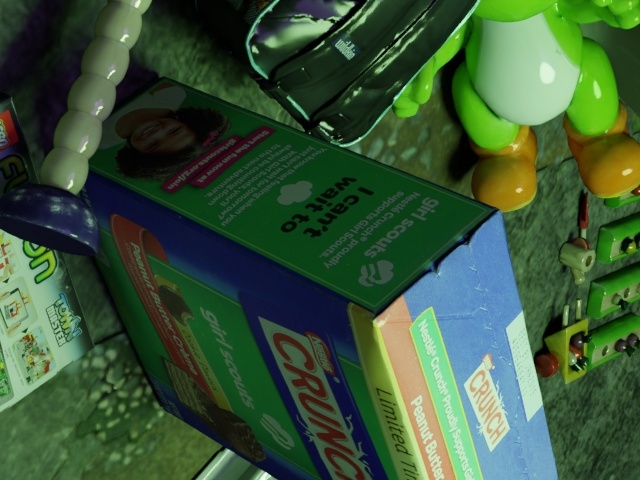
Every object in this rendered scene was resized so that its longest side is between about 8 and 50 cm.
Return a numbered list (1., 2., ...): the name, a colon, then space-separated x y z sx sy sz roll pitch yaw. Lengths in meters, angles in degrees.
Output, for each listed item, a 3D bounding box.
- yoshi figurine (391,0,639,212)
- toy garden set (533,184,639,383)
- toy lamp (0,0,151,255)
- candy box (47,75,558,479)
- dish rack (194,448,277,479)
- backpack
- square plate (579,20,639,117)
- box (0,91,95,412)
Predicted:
1. yoshi figurine: 0.165 -0.171 1.091 0.203 0.203 0.362 -40 131 -20
2. toy garden set: 0.331 0.041 1.488 0.204 0.049 0.244 -17 120 -43
3. toy lamp: -0.129 -0.129 0.835 0.080 0.080 0.275 32 69 -51
4. candy box: -0.010 0.058 0.897 0.122 0.317 0.268 -42 135 -27
5. dish rack: 0.046 0.235 1.198 0.333 0.072 0.285 -48 123 -24
6. backpack: 0.020 -0.186 0.941 0.188 0.144 0.166 -41 138 7
7. square plate: 0.281 -0.198 1.100 0.049 0.344 0.347 -32 135 0
8. box: -0.225 0.016 0.856 0.114 0.036 0.207 -36 132 -32
